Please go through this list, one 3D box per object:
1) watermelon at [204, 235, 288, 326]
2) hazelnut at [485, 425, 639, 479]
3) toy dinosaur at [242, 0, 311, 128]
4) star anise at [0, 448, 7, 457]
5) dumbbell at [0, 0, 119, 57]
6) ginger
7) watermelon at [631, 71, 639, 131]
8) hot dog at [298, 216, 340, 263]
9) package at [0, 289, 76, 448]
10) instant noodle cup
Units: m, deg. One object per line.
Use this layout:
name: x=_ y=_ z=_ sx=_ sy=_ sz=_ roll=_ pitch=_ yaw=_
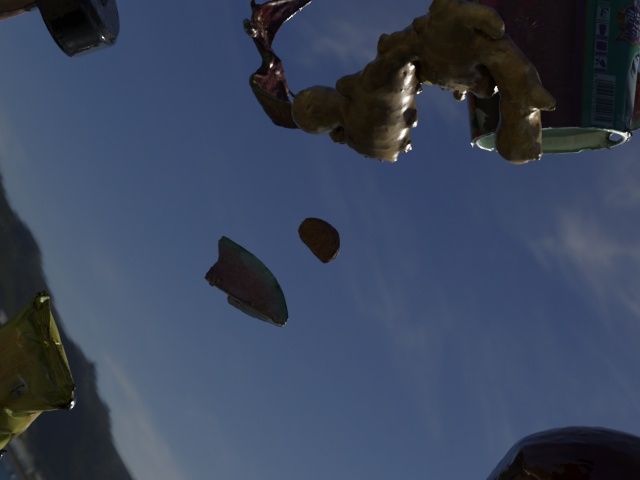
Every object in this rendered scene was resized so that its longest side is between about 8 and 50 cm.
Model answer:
watermelon: x=-0.104 y=0.081 z=1.513 sx=0.155 sy=0.080 sz=0.101 roll=25 pitch=-49 yaw=18
hazelnut: x=0.391 y=0.466 z=1.446 sx=0.421 sy=0.421 sz=0.353 roll=50 pitch=-20 yaw=29
toy dinosaur: x=-0.046 y=-0.291 z=1.653 sx=0.327 sy=0.113 sz=0.207 roll=-74 pitch=143 yaw=-68
star anise: x=-0.559 y=0.325 z=1.411 sx=0.283 sy=0.212 sz=0.129 roll=64 pitch=9 yaw=-57
dumbbell: x=-0.343 y=-0.252 z=1.119 sx=0.152 sy=0.218 sz=0.152 roll=-16 pitch=90 yaw=-86
ginger: x=0.072 y=-0.109 z=0.736 sx=0.193 sy=0.052 sz=0.176 roll=22 pitch=-40 yaw=13
watermelon: x=0.396 y=-0.214 z=1.429 sx=0.135 sy=0.125 sz=0.094 roll=34 pitch=-36 yaw=20
hot dog: x=0.000 y=0.000 z=1.682 sx=0.083 sy=0.035 sz=0.058 roll=46 pitch=-56 yaw=25
package: x=-0.401 y=0.180 z=1.387 sx=0.226 sy=0.090 sz=0.168 roll=-36 pitch=-114 yaw=43
instant noodle cup: x=0.285 y=-0.213 z=1.286 sx=0.251 sy=0.251 sz=0.190 roll=169 pitch=-77 yaw=-69
